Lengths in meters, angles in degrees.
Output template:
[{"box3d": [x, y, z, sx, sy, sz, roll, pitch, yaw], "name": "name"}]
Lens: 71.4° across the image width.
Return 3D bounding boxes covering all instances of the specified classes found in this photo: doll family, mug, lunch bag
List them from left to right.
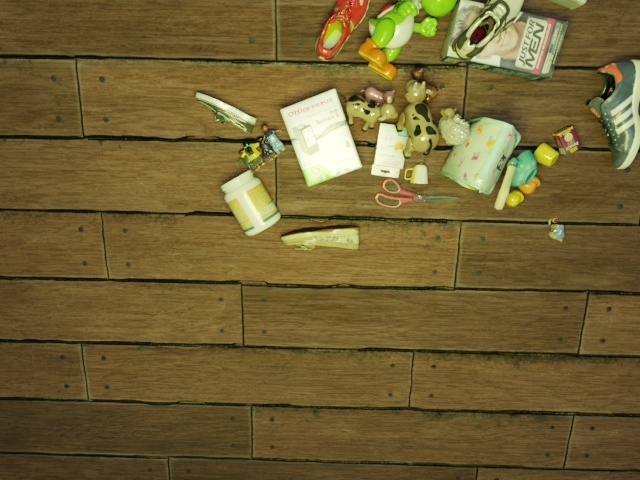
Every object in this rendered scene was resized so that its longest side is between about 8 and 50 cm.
[{"box3d": [-0.210, -0.323, 1.551, 0.193, 0.076, 0.111, -34, 97, 4], "name": "doll family"}, {"box3d": [0.342, -0.234, 1.571, 0.078, 0.062, 0.064, 3, 97, -7], "name": "mug"}, {"box3d": [0.525, -0.275, 1.452, 0.160, 0.262, 0.223, 24, 103, -5], "name": "lunch bag"}]

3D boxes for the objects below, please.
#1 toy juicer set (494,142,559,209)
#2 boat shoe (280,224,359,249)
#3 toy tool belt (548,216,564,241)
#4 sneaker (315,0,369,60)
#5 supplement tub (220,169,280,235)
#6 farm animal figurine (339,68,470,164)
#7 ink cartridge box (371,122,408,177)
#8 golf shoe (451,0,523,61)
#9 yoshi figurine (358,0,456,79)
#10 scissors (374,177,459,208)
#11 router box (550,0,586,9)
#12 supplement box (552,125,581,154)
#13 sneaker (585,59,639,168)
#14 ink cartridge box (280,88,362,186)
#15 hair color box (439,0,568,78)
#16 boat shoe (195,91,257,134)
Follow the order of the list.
[{"box3d": [0.647, -0.205, 1.489, 0.089, 0.329, 0.209, 43, 137, 31], "name": "toy juicer set"}, {"box3d": [0.000, 0.000, 1.612, 0.285, 0.104, 0.089, -4, 102, 1], "name": "boat shoe"}, {"box3d": [0.862, -0.040, 1.616, 0.052, 0.051, 0.083, -10, 104, 3], "name": "toy tool belt"}, {"box3d": [0.076, -0.705, 1.420, 0.107, 0.118, 0.279, 27, 103, -7], "name": "sneaker"}, {"box3d": [-0.245, -0.132, 1.560, 0.144, 0.144, 0.200, -28, 102, 8], "name": "supplement tub"}, {"box3d": [0.270, -0.401, 1.394, 0.330, 0.172, 0.327, -26, 77, -12], "name": "farm animal figurine"}, {"box3d": [0.241, -0.309, 1.550, 0.104, 0.061, 0.181, 7, 105, -1], "name": "ink cartridge box"}, {"box3d": [0.515, -0.652, 1.321, 0.105, 0.120, 0.273, 39, 100, -6], "name": "golf shoe"}, {"box3d": [0.293, -0.691, 1.396, 0.203, 0.203, 0.362, 28, 101, -23], "name": "yoshi figurine"}, {"box3d": [0.346, -0.146, 1.616, 0.297, 0.021, 0.109, 15, 102, -4], "name": "scissors"}, {"box3d": [0.720, -0.933, 1.371, 0.335, 0.082, 0.301, 21, 104, -5], "name": "router box"}, {"box3d": [0.851, -0.345, 1.541, 0.055, 0.043, 0.083, -30, 103, 7], "name": "supplement box"}, {"box3d": [0.968, -0.413, 1.489, 0.148, 0.131, 0.350, -2, 99, 8], "name": "sneaker"}, {"box3d": [0.003, -0.348, 1.515, 0.198, 0.115, 0.273, -20, 103, 6], "name": "ink cartridge box"}, {"box3d": [0.583, -0.640, 1.438, 0.347, 0.105, 0.174, 11, 104, -1], "name": "hair color box"}, {"box3d": [-0.329, -0.432, 1.518, 0.219, 0.078, 0.070, 25, 102, -7], "name": "boat shoe"}]
